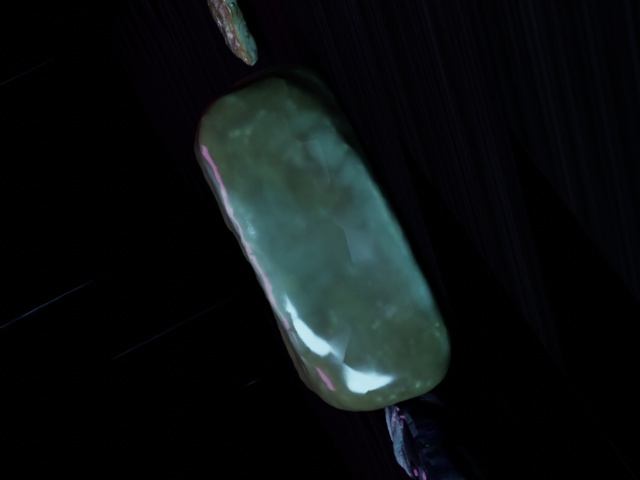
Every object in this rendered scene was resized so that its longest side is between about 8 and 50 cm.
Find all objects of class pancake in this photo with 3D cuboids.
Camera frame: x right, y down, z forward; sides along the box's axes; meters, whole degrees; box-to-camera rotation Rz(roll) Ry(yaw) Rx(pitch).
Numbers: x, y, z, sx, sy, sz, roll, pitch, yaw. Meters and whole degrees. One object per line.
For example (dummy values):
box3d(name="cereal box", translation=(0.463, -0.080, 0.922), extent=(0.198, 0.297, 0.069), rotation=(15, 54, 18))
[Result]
box3d(name="pancake", translation=(-0.081, -0.197, 1.478), extent=(0.139, 0.022, 0.139), rotation=(63, 175, 10))

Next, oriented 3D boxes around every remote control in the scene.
box3d(name="remote control", translation=(0.108, 0.188, 1.440), extent=(0.090, 0.066, 0.266), rotation=(87, 163, -45))

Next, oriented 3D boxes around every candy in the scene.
box3d(name="candy", translation=(0.000, 0.000, 1.258), extent=(0.104, 0.102, 0.234), rotation=(-166, 51, -83))
